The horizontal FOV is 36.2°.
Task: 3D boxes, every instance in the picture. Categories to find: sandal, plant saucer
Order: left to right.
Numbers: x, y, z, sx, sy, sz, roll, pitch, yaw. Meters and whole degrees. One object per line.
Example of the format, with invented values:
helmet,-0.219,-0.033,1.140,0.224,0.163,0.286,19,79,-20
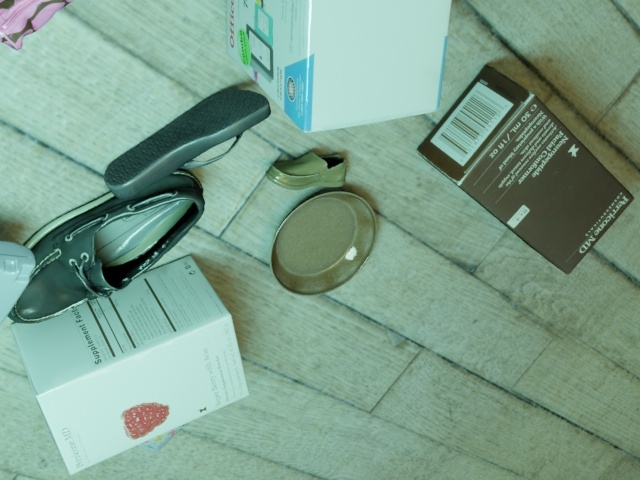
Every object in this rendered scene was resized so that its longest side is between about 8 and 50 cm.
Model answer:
sandal,-0.184,-0.134,1.384,0.254,0.097,0.054,-28,131,2
plant saucer,0.000,0.000,1.617,0.199,0.036,0.198,-15,127,-21

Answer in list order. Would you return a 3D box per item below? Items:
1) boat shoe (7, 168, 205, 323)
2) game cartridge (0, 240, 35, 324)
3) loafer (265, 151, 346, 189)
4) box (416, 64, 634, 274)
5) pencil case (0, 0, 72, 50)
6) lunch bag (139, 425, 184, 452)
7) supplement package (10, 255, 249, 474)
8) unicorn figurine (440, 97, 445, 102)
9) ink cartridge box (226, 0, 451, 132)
boat shoe,-0.303,0.021,1.395,0.340,0.113,0.127,-33,132,-8
game cartridge,-0.544,0.059,1.266,0.294,0.060,0.196,8,138,-35
loafer,-0.020,-0.112,1.521,0.148,0.056,0.050,-6,123,-40
box,0.360,-0.112,1.694,0.381,0.143,0.191,31,101,-43
pencil case,-0.317,-0.313,1.174,0.209,0.098,0.095,-39,132,-2
lunch bag,-0.283,0.308,1.642,0.071,0.053,0.083,-46,142,6
supplement package,-0.283,0.183,1.474,0.293,0.175,0.177,-22,130,-17
unicorn figurine,0.110,-0.269,1.496,0.162,0.060,0.111,-5,124,-10
ink cartridge box,0.013,-0.295,1.270,0.197,0.270,0.198,-13,126,-22
